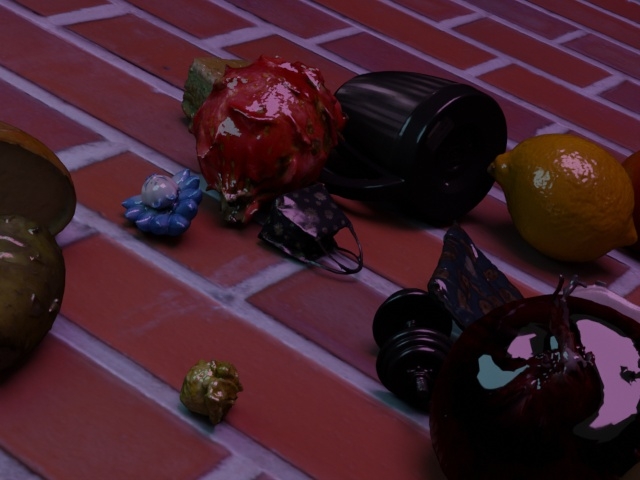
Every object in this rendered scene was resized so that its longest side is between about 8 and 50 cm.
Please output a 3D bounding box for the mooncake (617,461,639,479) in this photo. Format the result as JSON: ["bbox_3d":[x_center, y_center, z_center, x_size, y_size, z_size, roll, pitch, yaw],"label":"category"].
[{"bbox_3d":[0.461,0.293,1.086,0.466,0.467,0.262,8,32,-17],"label":"mooncake"}]

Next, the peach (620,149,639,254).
[{"bbox_3d":[0.549,-0.050,2.123,0.190,0.226,0.196,-40,94,-23],"label":"peach"}]

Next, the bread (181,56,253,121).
[{"bbox_3d":[-0.108,-0.213,2.074,0.196,0.102,0.138,-6,37,-43],"label":"bread"}]

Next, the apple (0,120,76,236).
[{"bbox_3d":[-0.463,-0.065,1.565,0.346,0.254,0.179,-2,75,-31],"label":"apple"}]

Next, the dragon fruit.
[{"bbox_3d":[-0.086,-0.139,1.852,0.210,0.205,0.268,46,51,-31],"label":"dragon fruit"}]

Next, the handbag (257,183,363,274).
[{"bbox_3d":[0.000,0.000,1.788,0.139,0.072,0.115,44,34,20],"label":"handbag"}]

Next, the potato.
[{"bbox_3d":[-0.353,0.060,1.412,0.149,0.113,0.251,22,35,-6],"label":"potato"}]

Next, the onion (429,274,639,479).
[{"bbox_3d":[0.248,0.169,1.378,0.273,0.285,0.273,-3,57,4],"label":"onion"}]

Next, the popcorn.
[{"bbox_3d":[-0.115,0.162,1.411,0.068,0.060,0.083,-28,26,-1],"label":"popcorn"}]

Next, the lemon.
[{"bbox_3d":[0.365,-0.065,1.975,0.244,0.187,0.187,31,29,5],"label":"lemon"}]

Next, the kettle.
[{"bbox_3d":[0.110,-0.152,2.033,0.271,0.251,0.207,32,-1,42],"label":"kettle"}]

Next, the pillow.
[{"bbox_3d":[0.211,0.080,1.660,0.189,0.034,0.255,49,20,-7],"label":"pillow"}]

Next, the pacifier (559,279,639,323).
[{"bbox_3d":[0.411,0.148,1.580,0.332,0.273,0.220,14,11,-7],"label":"pacifier"}]

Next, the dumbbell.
[{"bbox_3d":[0.112,0.122,1.571,0.099,0.099,0.208,13,27,-8],"label":"dumbbell"}]

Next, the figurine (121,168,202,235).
[{"bbox_3d":[-0.199,-0.045,1.726,0.114,0.079,0.114,-9,33,6],"label":"figurine"}]
